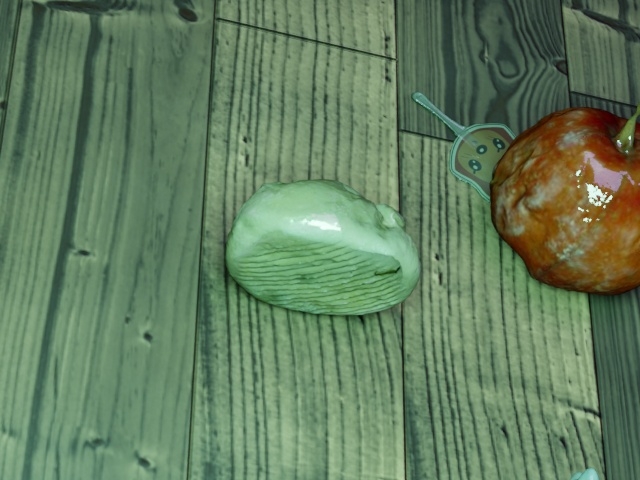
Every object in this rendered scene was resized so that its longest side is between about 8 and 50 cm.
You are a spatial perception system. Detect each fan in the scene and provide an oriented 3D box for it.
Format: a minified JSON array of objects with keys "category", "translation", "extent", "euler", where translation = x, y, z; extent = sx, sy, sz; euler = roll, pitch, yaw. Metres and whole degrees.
[{"category":"fan","translation":[0.202,-0.122,2.477],"extent":[0.220,0.009,0.132],"euler":[42,50,11]}]

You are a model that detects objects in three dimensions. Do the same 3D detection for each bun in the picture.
[{"category":"bun","translation":[0.000,0.000,2.168],"extent":[0.237,0.210,0.116],"euler":[38,48,-41]}]

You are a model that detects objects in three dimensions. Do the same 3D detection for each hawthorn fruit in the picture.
[{"category":"hawthorn fruit","translation":[0.340,-0.072,2.323],"extent":[0.242,0.272,0.242],"euler":[16,46,-17]}]

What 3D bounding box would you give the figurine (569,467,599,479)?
[{"category":"figurine","translation":[0.247,0.435,1.943],"extent":[0.203,0.248,0.380],"euler":[7,63,-24]}]
